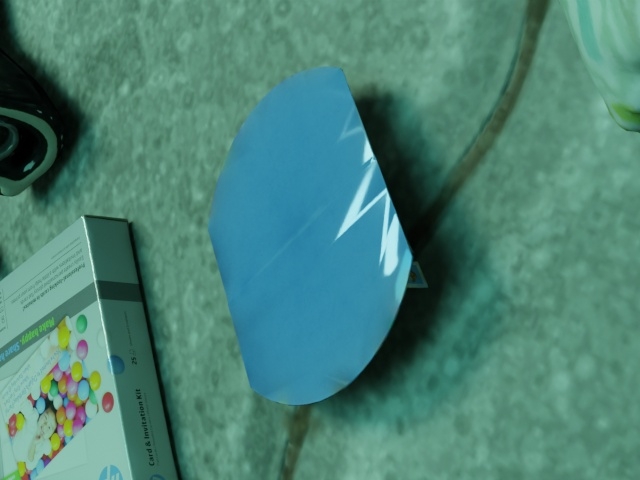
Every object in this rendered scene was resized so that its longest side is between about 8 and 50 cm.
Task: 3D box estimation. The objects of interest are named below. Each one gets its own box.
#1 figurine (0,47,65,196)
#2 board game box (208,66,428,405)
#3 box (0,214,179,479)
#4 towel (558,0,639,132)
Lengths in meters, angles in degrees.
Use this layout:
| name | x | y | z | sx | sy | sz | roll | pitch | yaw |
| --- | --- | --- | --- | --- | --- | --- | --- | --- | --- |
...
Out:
| name | x | y | z | sx | sy | sz | roll | pitch | yaw |
| --- | --- | --- | --- | --- | --- | --- | --- | --- | --- |
| figurine | -0.286 | -0.079 | 0.834 | 0.215 | 0.092 | 0.209 | -54 | 44 | 27 |
| board game box | 0.000 | 0.000 | 0.567 | 0.133 | 0.033 | 0.168 | -45 | 51 | 38 |
| box | -0.159 | 0.098 | 0.708 | 0.145 | 0.038 | 0.186 | -31 | 65 | 38 |
| towel | 0.113 | -0.237 | 0.256 | 0.374 | 0.090 | 0.320 | 128 | 130 | -68 |
